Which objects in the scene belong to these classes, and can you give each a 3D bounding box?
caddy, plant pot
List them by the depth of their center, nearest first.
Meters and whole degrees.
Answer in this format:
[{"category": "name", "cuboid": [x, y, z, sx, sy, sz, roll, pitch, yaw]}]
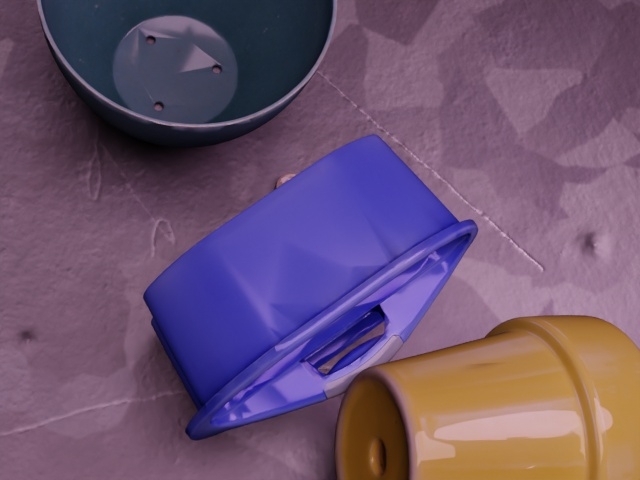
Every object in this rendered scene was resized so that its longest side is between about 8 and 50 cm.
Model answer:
[{"category": "plant pot", "cuboid": [0.152, 0.196, 1.196, 0.239, 0.254, 0.254, 2, 71, -23]}, {"category": "caddy", "cuboid": [-0.006, 0.059, 1.234, 0.341, 0.241, 0.179, -35, 80, -12]}, {"category": "plant pot", "cuboid": [-0.144, -0.213, 1.326, 0.290, 0.195, 0.290, 3, 71, -10]}]

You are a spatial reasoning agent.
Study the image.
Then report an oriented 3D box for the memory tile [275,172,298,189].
[{"category": "memory tile", "cuboid": [0.000, 0.000, 1.382, 0.148, 0.012, 0.113, 29, 69, 0]}]
